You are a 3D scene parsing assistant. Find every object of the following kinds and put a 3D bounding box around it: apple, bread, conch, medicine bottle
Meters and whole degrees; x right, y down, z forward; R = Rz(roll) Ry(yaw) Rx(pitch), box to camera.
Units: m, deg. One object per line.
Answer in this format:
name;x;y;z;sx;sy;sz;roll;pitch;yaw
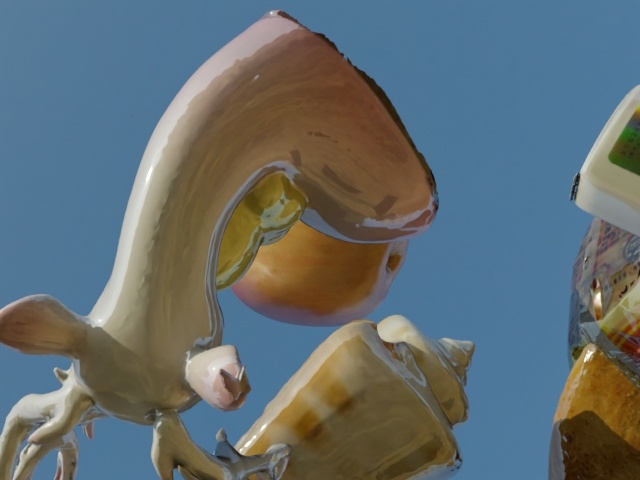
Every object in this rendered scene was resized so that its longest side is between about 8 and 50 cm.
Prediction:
apple;0.000;0.000;1.079;0.199;0.199;0.199;-1;-83;-10
bread;0.238;0.148;0.877;0.154;0.054;0.136;-19;-97;25
conch;0.031;0.163;0.838;0.127;0.158;0.255;35;-105;25
medicine bottle;0.317;-0.033;0.844;0.219;0.078;0.115;27;-119;20

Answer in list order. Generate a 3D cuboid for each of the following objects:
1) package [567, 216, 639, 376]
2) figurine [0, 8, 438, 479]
package;0.309;0.020;1.041;0.108;0.223;0.288;21;-130;-11
figurine;-0.062;0.066;0.691;0.206;0.284;0.316;30;-119;21
